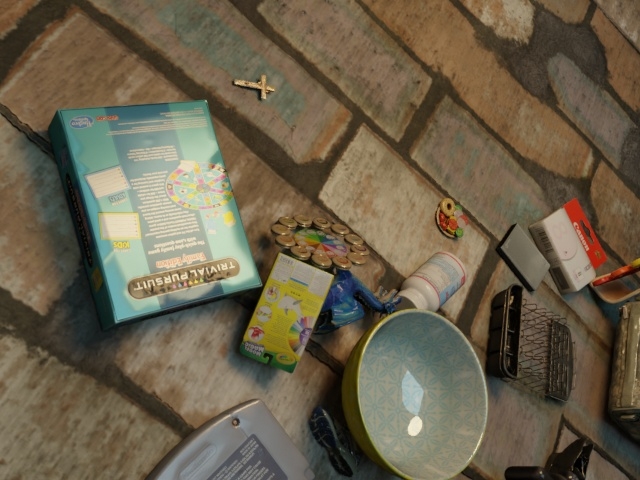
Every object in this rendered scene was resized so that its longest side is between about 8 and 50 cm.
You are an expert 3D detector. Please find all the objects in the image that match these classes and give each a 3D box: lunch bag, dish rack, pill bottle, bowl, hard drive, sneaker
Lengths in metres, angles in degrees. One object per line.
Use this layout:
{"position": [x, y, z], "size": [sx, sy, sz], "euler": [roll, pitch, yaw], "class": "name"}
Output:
{"position": [0.790, 0.312, 1.587], "size": [0.256, 0.212, 0.305], "euler": [35, 60, -26], "class": "lunch bag"}
{"position": [0.480, 0.235, 1.500], "size": [0.271, 0.074, 0.208], "euler": [24, 63, -25], "class": "dish rack"}
{"position": [0.216, 0.095, 1.365], "size": [0.160, 0.087, 0.087], "euler": [-37, 96, -35], "class": "pill bottle"}
{"position": [0.138, 0.277, 1.211], "size": [0.289, 0.156, 0.290], "euler": [11, 68, -30], "class": "bowl"}
{"position": [0.472, 0.039, 1.590], "size": [0.135, 0.022, 0.094], "euler": [49, 55, -10], "class": "hard drive"}
{"position": [0.509, 0.492, 1.423], "size": [0.051, 0.089, 0.170], "euler": [43, 56, -14], "class": "sneaker"}
{"position": [0.030, 0.341, 1.192], "size": [0.058, 0.052, 0.135], "euler": [-35, 102, -46], "class": "sneaker"}

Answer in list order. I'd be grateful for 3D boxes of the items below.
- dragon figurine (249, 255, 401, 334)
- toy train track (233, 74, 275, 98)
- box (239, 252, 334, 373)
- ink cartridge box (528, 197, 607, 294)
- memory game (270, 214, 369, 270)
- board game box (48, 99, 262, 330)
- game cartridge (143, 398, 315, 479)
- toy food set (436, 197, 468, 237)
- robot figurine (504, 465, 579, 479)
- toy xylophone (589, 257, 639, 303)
{"position": [0.023, 0.119, 1.232], "size": [0.289, 0.085, 0.144], "euler": [-27, 90, -36], "class": "dragon figurine"}
{"position": [-0.128, -0.297, 1.317], "size": [0.083, 0.014, 0.048], "euler": [5, 79, -26], "class": "toy train track"}
{"position": [-0.058, 0.123, 1.148], "size": [0.105, 0.043, 0.179], "euler": [24, 82, -4], "class": "box"}
{"position": [0.633, 0.003, 1.689], "size": [0.232, 0.066, 0.189], "euler": [-26, 89, -32], "class": "ink cartridge box"}
{"position": [0.000, 0.000, 1.226], "size": [0.186, 0.012, 0.186], "euler": [15, 26, -7], "class": "memory game"}
{"position": [-0.265, -0.051, 1.104], "size": [0.253, 0.079, 0.336], "euler": [-12, 82, -35], "class": "board game box"}
{"position": [-0.159, 0.391, 1.045], "size": [0.294, 0.060, 0.196], "euler": [-39, 101, -36], "class": "game cartridge"}
{"position": [0.289, -0.047, 1.500], "size": [0.082, 0.020, 0.083], "euler": [31, 60, -22], "class": "toy food set"}
{"position": [0.447, 0.565, 1.312], "size": [0.209, 0.173, 0.278], "euler": [-36, 97, 4], "class": "robot figurine"}
{"position": [0.812, 0.058, 1.627], "size": [0.236, 0.322, 0.081], "euler": [-7, 66, -42], "class": "toy xylophone"}
